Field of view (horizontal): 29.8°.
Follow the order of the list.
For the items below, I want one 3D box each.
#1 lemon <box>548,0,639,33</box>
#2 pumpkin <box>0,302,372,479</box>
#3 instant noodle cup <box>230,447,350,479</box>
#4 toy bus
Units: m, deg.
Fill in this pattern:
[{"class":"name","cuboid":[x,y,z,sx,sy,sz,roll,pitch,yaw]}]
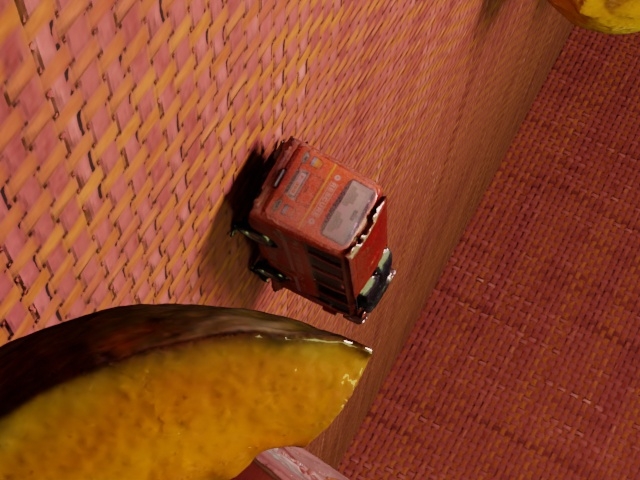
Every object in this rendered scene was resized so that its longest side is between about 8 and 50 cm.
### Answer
[{"class":"lemon","cuboid":[0.340,-0.349,1.299,0.233,0.233,0.288,-57,-178,-32]},{"class":"pumpkin","cuboid":[-0.126,0.111,0.477,0.312,0.148,0.169,-58,-149,16]},{"class":"instant noodle cup","cuboid":[-0.048,0.298,0.991,0.231,0.243,0.243,-57,170,-3]},{"class":"toy bus","cuboid":[0.000,0.000,0.834,0.073,0.096,0.235,-59,169,-10]}]
